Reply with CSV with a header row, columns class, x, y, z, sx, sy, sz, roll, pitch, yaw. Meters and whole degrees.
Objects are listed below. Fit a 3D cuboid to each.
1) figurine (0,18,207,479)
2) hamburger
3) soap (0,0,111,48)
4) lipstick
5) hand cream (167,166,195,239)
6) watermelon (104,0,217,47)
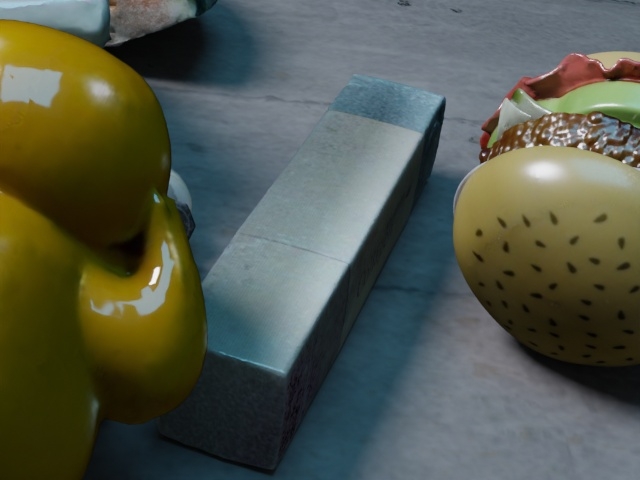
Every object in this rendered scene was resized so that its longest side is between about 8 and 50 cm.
class,x,y,z,sx,sy,sz,roll,pitch,yaw
figurine,-0.149,0.028,0.526,0.215,0.215,0.228,16,35,10
hamburger,0.151,-0.010,0.695,0.175,0.175,0.137,20,46,16
soap,-0.306,-0.142,0.743,0.347,0.115,0.208,-6,0,-14
lipstick,0.000,0.000,0.725,0.068,0.066,0.317,17,34,11
hand cream,-0.134,-0.056,0.802,0.080,0.050,0.234,-7,28,-22
watermelon,-0.213,-0.264,0.975,0.322,0.175,0.188,15,34,7
